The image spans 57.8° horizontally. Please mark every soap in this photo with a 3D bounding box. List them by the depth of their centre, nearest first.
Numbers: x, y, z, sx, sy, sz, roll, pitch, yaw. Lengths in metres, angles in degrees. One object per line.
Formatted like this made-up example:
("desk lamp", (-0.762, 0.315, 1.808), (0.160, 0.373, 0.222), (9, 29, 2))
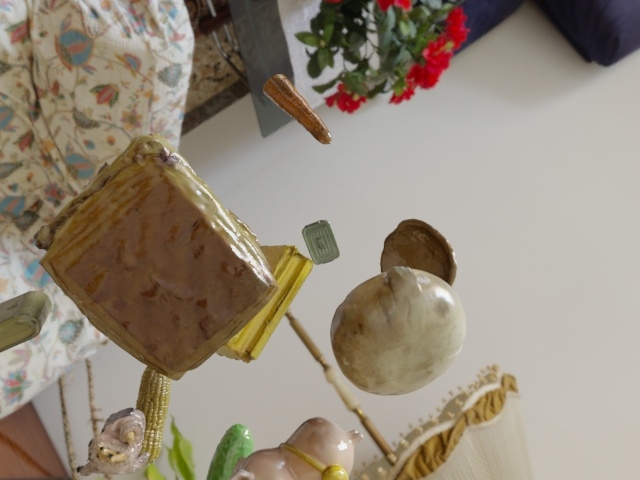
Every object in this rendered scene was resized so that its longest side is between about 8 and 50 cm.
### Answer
("soap", (-0.170, 0.156, 1.524), (0.204, 0.096, 0.324), (-6, -133, 54))

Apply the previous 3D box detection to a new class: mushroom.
("mushroom", (0.134, 0.154, 1.007), (0.255, 0.255, 0.184), (-43, -158, 13))

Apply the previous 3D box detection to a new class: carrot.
("carrot", (-0.041, -0.279, 1.267), (0.061, 0.209, 0.061), (-34, 157, -17))

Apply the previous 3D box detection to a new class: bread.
("bread", (-0.249, 0.025, 0.928), (0.277, 0.324, 0.167), (-41, -169, 6))

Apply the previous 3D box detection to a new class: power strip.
("power strip", (-0.630, 0.192, 0.953), (0.388, 0.092, 0.066), (-23, 117, 0))

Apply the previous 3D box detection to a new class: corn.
("corn", (-0.472, 0.471, 1.604), (0.101, 0.101, 0.291), (3, 97, -62))

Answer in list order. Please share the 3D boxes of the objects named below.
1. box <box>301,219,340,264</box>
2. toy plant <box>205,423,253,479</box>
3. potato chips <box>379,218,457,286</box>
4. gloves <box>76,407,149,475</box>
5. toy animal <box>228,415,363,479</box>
("box", (0.000, 0.000, 1.622), (0.084, 0.122, 0.069), (-20, -167, 0))
("toy plant", (-0.200, 0.609, 1.183), (0.316, 0.211, 0.356), (-59, -163, 16))
("potato chips", (0.229, 0.052, 1.315), (0.062, 0.208, 0.195), (10, 89, -47))
("gloves", (-0.358, 0.365, 1.039), (0.111, 0.094, 0.144), (-9, -160, 14))
("toy animal", (-0.035, 0.410, 1.038), (0.248, 0.149, 0.165), (-21, 158, -13))
